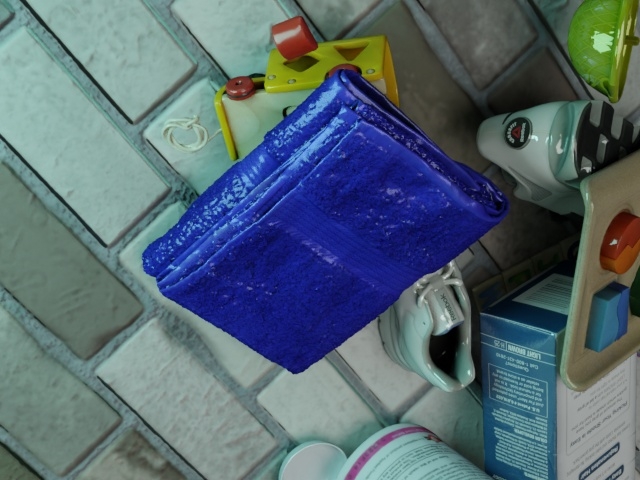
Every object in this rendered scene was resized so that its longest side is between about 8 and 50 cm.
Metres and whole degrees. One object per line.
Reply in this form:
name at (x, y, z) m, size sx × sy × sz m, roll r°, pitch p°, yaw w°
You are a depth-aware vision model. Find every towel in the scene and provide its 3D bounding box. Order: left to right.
towel at (0.000, 0.000, 1.344) m, size 0.228 × 0.076 × 0.308 m, roll 36°, pitch 123°, yaw -23°

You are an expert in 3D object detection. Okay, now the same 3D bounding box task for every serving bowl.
serving bowl at (-0.011, 0.257, 1.553) m, size 0.083 × 0.027 × 0.083 m, roll -9°, pitch 113°, yaw -22°

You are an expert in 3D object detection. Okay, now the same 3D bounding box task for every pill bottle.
pill bottle at (0.151, 0.328, 1.491) m, size 0.160 × 0.283 × 0.160 m, roll -18°, pitch 122°, yaw -31°

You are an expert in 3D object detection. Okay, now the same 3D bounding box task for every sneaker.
sneaker at (0.107, 0.027, 1.461) m, size 0.111 × 0.129 × 0.297 m, roll -26°, pitch 117°, yaw -11°
sneaker at (0.282, -0.080, 1.520) m, size 0.330 × 0.146 × 0.122 m, roll 28°, pitch 72°, yaw -52°

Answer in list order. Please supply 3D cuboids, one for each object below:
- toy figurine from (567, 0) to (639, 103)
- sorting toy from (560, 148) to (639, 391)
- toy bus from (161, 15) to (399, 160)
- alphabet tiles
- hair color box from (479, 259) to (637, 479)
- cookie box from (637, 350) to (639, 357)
toy figurine at (0.228, -0.337, 1.401) m, size 0.217 × 0.191 × 0.362 m, roll 8°, pitch 107°, yaw 3°
sorting toy at (0.354, 0.009, 1.487) m, size 0.307 × 0.041 × 0.229 m, roll -25°, pitch 124°, yaw -46°
toy bus at (-0.019, -0.138, 1.351) m, size 0.202 × 0.104 × 0.191 m, roll 30°, pitch 126°, yaw -18°
alphabet tiles at (0.290, 0.111, 1.646) m, size 0.198 × 0.009 × 0.237 m, roll -27°, pitch 118°, yaw -14°
hair color box at (0.271, 0.216, 1.579) m, size 0.174 × 0.105 × 0.347 m, roll -26°, pitch 120°, yaw -42°
cookie box at (0.407, 0.078, 1.661) m, size 0.107 × 0.040 × 0.092 m, roll -42°, pitch 121°, yaw -15°
